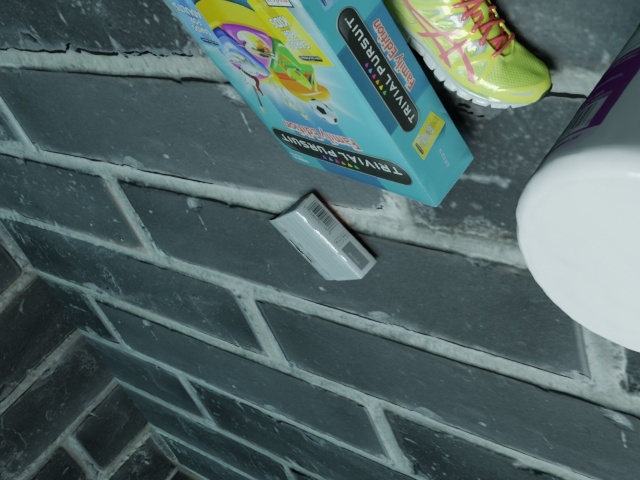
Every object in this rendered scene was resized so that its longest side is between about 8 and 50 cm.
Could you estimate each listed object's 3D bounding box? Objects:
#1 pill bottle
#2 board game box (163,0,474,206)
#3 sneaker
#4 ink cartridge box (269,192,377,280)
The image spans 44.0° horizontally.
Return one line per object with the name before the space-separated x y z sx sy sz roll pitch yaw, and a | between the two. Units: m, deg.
pill bottle | 0.273 -0.078 0.543 0.169 0.301 0.169 29 148 21
board game box | -0.017 -0.191 0.830 0.253 0.079 0.336 23 161 47
sneaker | 0.137 -0.207 0.753 0.208 0.081 0.094 37 147 8
ink cartridge box | 0.000 0.000 1.235 0.145 0.045 0.179 46 168 -9
